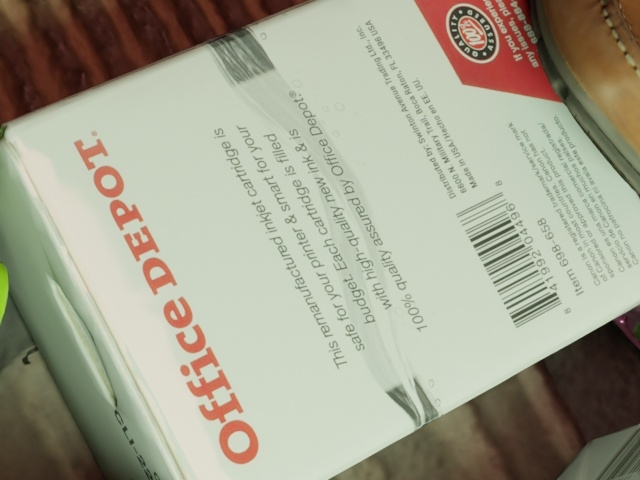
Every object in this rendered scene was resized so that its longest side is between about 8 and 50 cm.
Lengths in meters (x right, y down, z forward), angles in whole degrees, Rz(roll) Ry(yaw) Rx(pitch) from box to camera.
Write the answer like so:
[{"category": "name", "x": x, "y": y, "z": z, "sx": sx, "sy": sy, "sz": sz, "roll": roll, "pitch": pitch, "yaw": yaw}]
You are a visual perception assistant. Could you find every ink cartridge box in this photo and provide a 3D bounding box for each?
[{"category": "ink cartridge box", "x": 0.000, "y": 0.000, "z": 0.753, "sx": 0.273, "sy": 0.114, "sz": 0.197, "roll": -25, "pitch": 83, "yaw": -28}]

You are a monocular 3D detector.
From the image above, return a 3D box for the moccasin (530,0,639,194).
[{"category": "moccasin", "x": 0.214, "y": -0.149, "z": 0.802, "sx": 0.139, "sy": 0.147, "sz": 0.380, "roll": 54, "pitch": 40, "yaw": -8}]

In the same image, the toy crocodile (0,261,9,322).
[{"category": "toy crocodile", "x": -0.198, "y": 0.078, "z": 0.636, "sx": 0.115, "sy": 0.105, "sz": 0.340, "roll": 20, "pitch": 44, "yaw": -31}]

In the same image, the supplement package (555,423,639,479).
[{"category": "supplement package", "x": 0.209, "y": 0.238, "z": 0.718, "sx": 0.293, "sy": 0.177, "sz": 0.175, "roll": 48, "pitch": 64, "yaw": -1}]

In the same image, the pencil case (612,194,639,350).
[{"category": "pencil case", "x": 0.260, "y": -0.054, "z": 0.868, "sx": 0.124, "sy": 0.124, "sz": 0.284, "roll": 46, "pitch": 61, "yaw": -2}]
